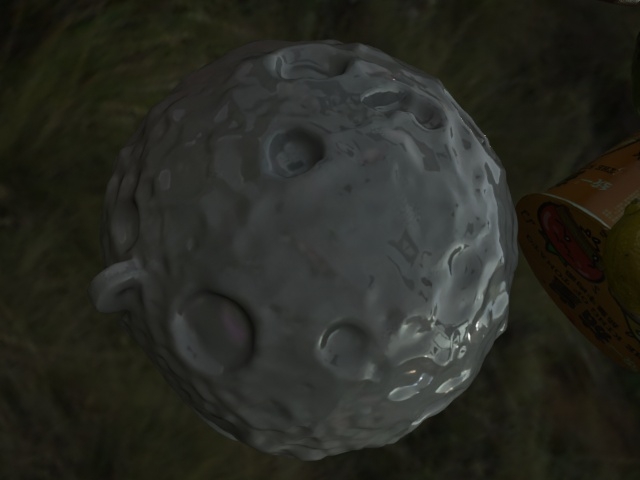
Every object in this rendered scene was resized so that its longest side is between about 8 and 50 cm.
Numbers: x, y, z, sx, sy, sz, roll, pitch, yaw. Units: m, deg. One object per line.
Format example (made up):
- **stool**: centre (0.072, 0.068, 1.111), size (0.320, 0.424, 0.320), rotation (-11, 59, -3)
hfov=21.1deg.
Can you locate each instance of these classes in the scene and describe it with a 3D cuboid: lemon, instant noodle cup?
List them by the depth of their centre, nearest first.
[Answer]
- **lemon**: centre (0.210, 0.012, 1.087), size (0.062, 0.062, 0.083), rotation (2, 68, -44)
- **instant noodle cup**: centre (0.307, -0.005, 1.548), size (0.172, 0.216, 0.216), rotation (-39, 97, -17)

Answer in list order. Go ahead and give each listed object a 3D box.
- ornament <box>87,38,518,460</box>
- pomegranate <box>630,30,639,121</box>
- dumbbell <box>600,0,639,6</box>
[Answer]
- **ornament**: centre (0.000, 0.000, 1.358), size (0.337, 0.337, 0.337), rotation (23, 52, -33)
- **pomegranate**: centre (0.426, -0.169, 1.785), size (0.211, 0.211, 0.263), rotation (63, 8, 6)
- **dumbbell**: centre (0.220, -0.266, 1.579), size (0.230, 0.092, 0.082), rotation (-2, 45, -43)
